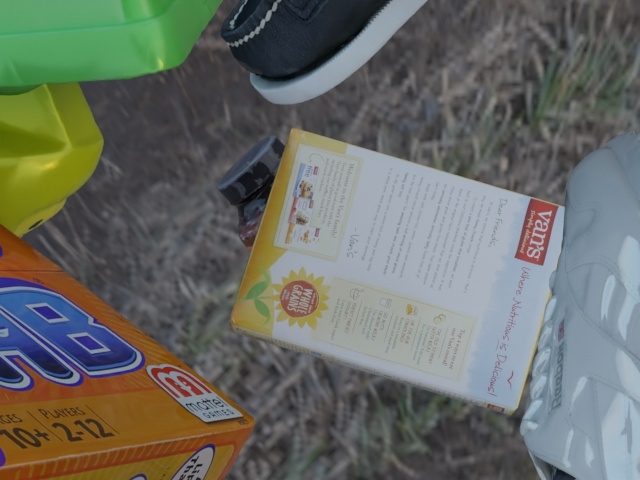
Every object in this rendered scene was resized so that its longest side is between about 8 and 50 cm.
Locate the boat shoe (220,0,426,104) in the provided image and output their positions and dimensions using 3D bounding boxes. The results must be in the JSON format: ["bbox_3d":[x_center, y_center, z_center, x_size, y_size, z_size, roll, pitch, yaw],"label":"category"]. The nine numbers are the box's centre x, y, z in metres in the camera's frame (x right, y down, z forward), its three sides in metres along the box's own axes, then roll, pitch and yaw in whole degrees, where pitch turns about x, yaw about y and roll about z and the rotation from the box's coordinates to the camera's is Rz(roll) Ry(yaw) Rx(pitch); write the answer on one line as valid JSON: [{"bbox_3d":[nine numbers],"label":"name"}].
[{"bbox_3d":[0.028,-0.143,0.700,0.091,0.302,0.114,36,58,-16],"label":"boat shoe"}]

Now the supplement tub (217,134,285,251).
[{"bbox_3d":[0.000,0.000,1.570,0.106,0.106,0.198,-44,103,-5],"label":"supplement tub"}]

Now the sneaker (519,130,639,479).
[{"bbox_3d":[0.114,0.047,0.652,0.095,0.090,0.235,-30,33,16],"label":"sneaker"}]

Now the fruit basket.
[{"bbox_3d":[-0.211,-0.139,1.302,0.283,0.392,0.392,-3,76,7],"label":"fruit basket"}]

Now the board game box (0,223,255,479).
[{"bbox_3d":[-0.332,0.164,1.071,0.356,0.356,0.356,36,102,21],"label":"board game box"}]

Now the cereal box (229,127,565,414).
[{"bbox_3d":[0.065,0.025,1.424,0.240,0.047,0.173,17,78,4],"label":"cereal box"}]
